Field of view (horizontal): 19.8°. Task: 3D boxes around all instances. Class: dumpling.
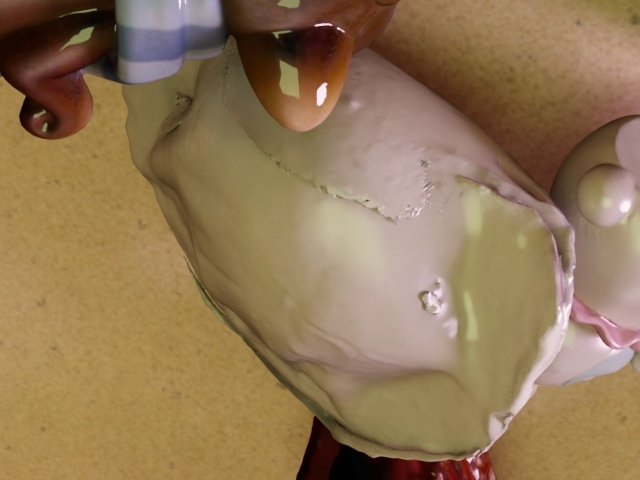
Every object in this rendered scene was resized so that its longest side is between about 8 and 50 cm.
[{"bbox_3d":[-0.003,-0.002,1.205,0.341,0.181,0.260,22,124,6],"label":"dumpling"}]

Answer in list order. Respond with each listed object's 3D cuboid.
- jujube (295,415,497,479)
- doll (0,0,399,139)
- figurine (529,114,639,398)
[{"bbox_3d":[0.051,0.186,1.315,0.168,0.168,0.236,-3,100,14],"label":"jujube"},{"bbox_3d":[-0.103,-0.193,1.101,0.340,0.209,0.318,2,99,14],"label":"doll"},{"bbox_3d":[0.183,0.033,1.208,0.127,0.155,0.235,49,134,21],"label":"figurine"}]
